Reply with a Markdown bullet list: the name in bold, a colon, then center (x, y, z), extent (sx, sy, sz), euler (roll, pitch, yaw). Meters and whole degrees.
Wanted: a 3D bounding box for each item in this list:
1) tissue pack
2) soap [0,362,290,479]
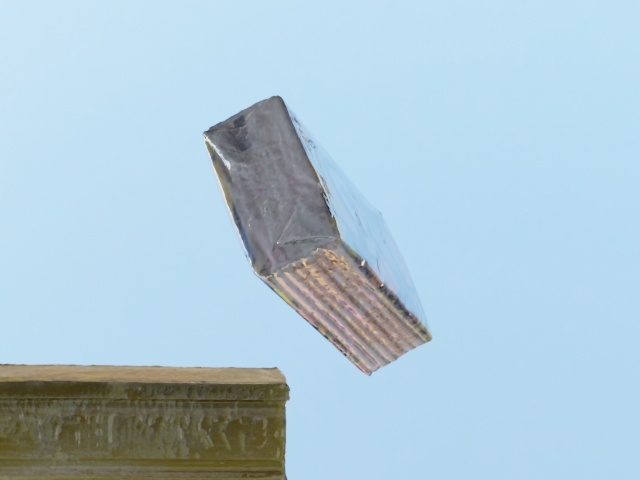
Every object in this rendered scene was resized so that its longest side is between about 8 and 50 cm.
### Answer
- **tissue pack**: center (0.000, 0.000, 0.798), extent (0.060, 0.148, 0.109), euler (-29, -125, 10)
- **soap**: center (-0.148, 0.138, 1.009), extent (0.252, 0.092, 0.037), euler (1, -164, -7)
